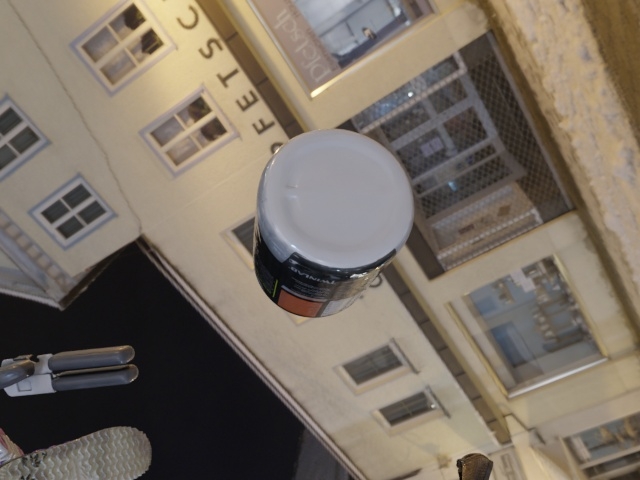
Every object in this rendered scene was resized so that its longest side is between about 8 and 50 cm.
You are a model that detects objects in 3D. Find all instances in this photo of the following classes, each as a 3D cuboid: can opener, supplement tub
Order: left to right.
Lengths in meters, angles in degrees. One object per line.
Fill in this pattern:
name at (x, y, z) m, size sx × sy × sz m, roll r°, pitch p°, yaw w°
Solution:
can opener at (-0.489, 0.252, 0.921) m, size 0.095 × 0.283 × 0.076 m, roll -31°, pitch -68°, yaw -78°
supplement tub at (0.000, 0.000, 0.764) m, size 0.338 × 0.207 × 0.207 m, roll 114°, pitch 134°, yaw -68°

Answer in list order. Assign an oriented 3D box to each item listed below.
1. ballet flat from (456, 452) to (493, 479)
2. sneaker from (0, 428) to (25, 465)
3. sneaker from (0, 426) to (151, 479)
ballet flat at (0.227, 0.437, 0.812) m, size 0.058 × 0.084 × 0.250 m, roll 27°, pitch -148°, yaw 19°
sneaker at (-0.667, 0.470, 1.012) m, size 0.095 × 0.104 × 0.237 m, roll 33°, pitch 143°, yaw 33°
sneaker at (-0.467, 0.416, 0.913) m, size 0.293 × 0.146 × 0.102 m, roll 9°, pitch -117°, yaw -49°
